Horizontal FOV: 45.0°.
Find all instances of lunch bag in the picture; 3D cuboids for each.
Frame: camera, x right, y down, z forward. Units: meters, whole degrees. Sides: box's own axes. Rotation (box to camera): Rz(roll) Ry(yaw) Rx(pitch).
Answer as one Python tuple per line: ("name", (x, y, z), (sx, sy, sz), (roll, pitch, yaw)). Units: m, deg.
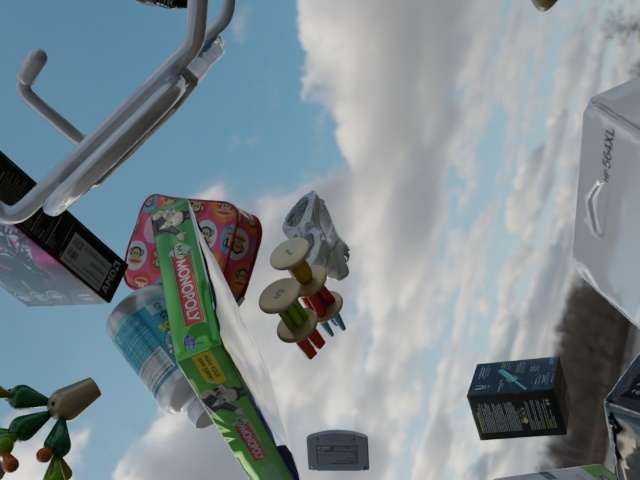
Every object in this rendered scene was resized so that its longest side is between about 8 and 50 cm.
("lunch bag", (-0.279, 0.040, 1.635), (0.120, 0.293, 0.258), (26, -104, -57))

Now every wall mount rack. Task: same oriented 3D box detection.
("wall mount rack", (-0.124, -0.165, 0.545), (0.304, 0.130, 0.350), (-41, 17, 13))

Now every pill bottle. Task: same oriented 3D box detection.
("pill bottle", (-0.267, 0.216, 1.416), (0.146, 0.264, 0.146), (-36, -24, -19))

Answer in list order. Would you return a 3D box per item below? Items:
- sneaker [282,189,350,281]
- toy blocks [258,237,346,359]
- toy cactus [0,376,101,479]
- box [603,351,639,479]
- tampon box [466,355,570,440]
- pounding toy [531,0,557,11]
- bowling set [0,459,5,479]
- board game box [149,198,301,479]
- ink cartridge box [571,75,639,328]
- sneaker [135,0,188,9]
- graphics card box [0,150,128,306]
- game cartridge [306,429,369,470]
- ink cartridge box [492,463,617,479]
("sneaker", (0.000, 0.000, 1.419), (0.115, 0.090, 0.232), (36, -153, -28))
("toy blocks", (-0.013, 0.089, 0.934), (0.148, 0.054, 0.123), (59, -152, -36))
("toy cactus", (-0.397, 0.265, 1.101), (0.181, 0.219, 0.112), (-30, -46, -30))
("box", (0.591, 0.236, 0.880), (0.472, 0.297, 0.479), (-39, -55, -28))
("tampon box", (0.371, 0.294, 1.440), (0.120, 0.161, 0.101), (-47, -58, -59))
("pounding toy", (0.334, -0.355, 0.859), (0.269, 0.154, 0.155), (-41, -11, 0))
("bowling set", (-0.714, 0.391, 1.359), (0.200, 0.154, 0.287), (-49, -29, -32))
("board game box", (-0.097, 0.138, 0.845), (0.213, 0.046, 0.317), (-114, 4, -46))
("ink cartridge box", (0.267, -0.045, 0.472), (0.203, 0.086, 0.148), (-25, -47, -11))
("sneaker", (-0.359, -0.569, 1.802), (0.065, 0.158, 0.061), (-99, 10, -54))
("graphics card box", (-0.531, -0.021, 1.298), (0.371, 0.233, 0.094), (51, -135, -43))
("game cartridge", (0.023, 0.283, 1.040), (0.017, 0.083, 0.055), (-66, -26, -75))
("ink cartridge box", (0.397, 0.449, 1.163), (0.273, 0.198, 0.114), (6, -71, -36))
